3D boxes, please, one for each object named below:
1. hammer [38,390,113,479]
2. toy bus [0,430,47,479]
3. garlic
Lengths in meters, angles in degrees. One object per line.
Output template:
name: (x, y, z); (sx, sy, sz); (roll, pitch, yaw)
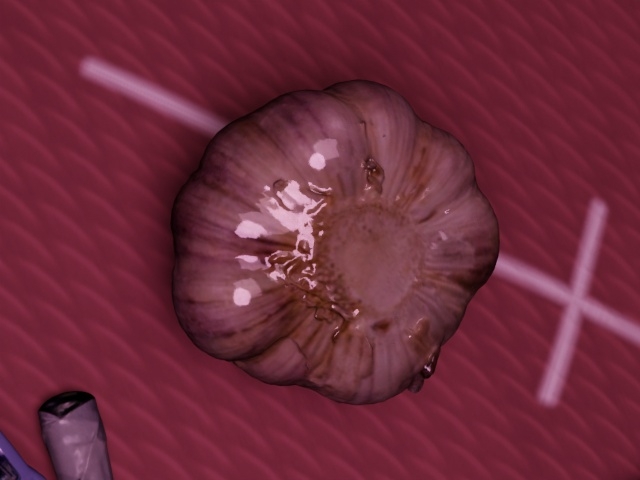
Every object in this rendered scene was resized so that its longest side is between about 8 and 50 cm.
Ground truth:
hammer: (-0.114, 0.305, 1.183); (0.152, 0.044, 0.427); (-9, 73, -20)
toy bus: (-0.281, 0.145, 1.130); (0.292, 0.125, 0.133); (53, 42, -4)
garlic: (0.000, 0.000, 1.251); (0.245, 0.160, 0.245); (-6, 103, -27)
